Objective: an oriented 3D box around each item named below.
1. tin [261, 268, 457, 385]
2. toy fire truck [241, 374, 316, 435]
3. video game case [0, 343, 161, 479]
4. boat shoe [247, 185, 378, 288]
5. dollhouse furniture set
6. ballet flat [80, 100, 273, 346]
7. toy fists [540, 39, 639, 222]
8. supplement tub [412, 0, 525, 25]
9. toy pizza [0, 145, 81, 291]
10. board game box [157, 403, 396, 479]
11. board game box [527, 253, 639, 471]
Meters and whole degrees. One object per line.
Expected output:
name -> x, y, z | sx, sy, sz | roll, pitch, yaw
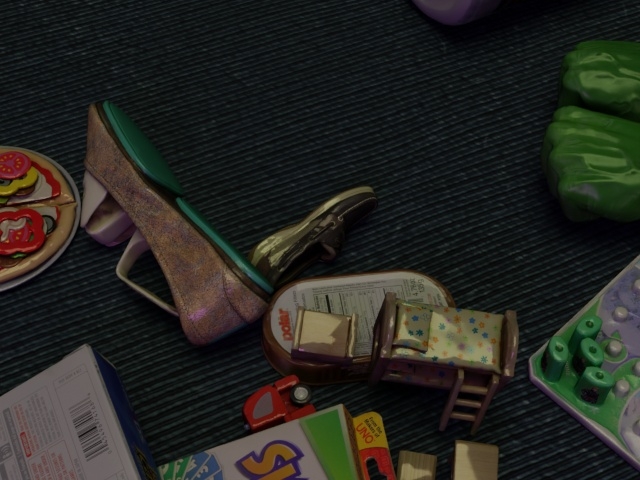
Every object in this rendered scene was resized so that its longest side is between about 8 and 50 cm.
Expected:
tin -> 0.038, 0.079, 0.894 | 0.190, 0.040, 0.106 | -6, 49, -7
toy fire truck -> -0.038, 0.215, 0.777 | 0.135, 0.047, 0.192 | -22, 55, -16
video game case -> -0.224, 0.251, 0.691 | 0.244, 0.061, 0.269 | -29, 57, -2
boat shoe -> 0.000, 0.000, 0.945 | 0.152, 0.056, 0.049 | -33, 65, -13
dollhouse furniture set -> 0.062, 0.133, 0.783 | 0.182, 0.101, 0.161 | 8, 66, -1
ballet flat -> -0.172, -0.018, 0.922 | 0.106, 0.107, 0.316 | -44, 57, 3
toy fists -> 0.317, -0.123, 1.021 | 0.142, 0.096, 0.279 | 17, 50, 9
supplement tub -> 0.261, -0.404, 1.175 | 0.316, 0.193, 0.193 | -23, 57, -19
toy pizza -> -0.349, -0.029, 0.962 | 0.201, 0.032, 0.201 | 1, 52, -1
board game box -> -0.066, 0.217, 0.724 | 0.259, 0.039, 0.124 | -19, 48, 7
board game box -> 0.462, 0.119, 0.870 | 0.390, 0.050, 0.390 | -36, 62, -26
